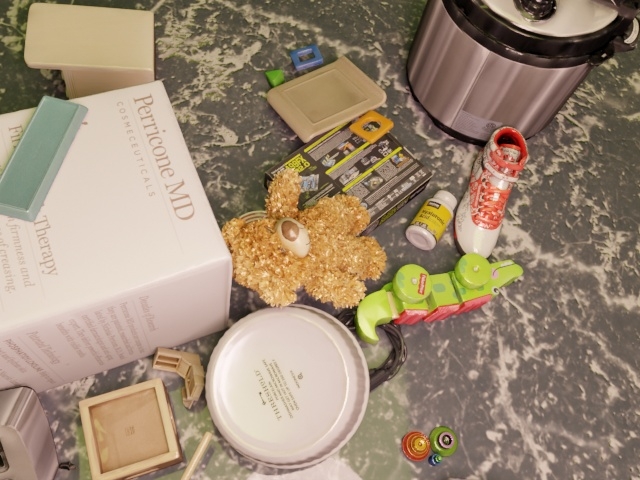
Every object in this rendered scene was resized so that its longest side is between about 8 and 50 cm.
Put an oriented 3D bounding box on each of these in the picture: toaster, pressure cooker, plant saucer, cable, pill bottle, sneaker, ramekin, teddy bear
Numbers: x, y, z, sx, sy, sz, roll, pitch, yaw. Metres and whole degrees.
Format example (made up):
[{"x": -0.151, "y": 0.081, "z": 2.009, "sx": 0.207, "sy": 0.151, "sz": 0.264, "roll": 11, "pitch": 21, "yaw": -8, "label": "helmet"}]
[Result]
[{"x": -0.478, "y": 0.314, "z": 0.887, "sx": 0.185, "sy": 0.110, "sz": 0.168, "roll": -9, "pitch": 111, "yaw": -8, "label": "toaster"}, {"x": 0.393, "y": -0.435, "z": 1.223, "sx": 0.369, "sy": 0.420, "sz": 0.376, "roll": -18, "pitch": 68, "yaw": -15, "label": "pressure cooker"}, {"x": -0.384, "y": -0.117, "z": 0.830, "sx": 0.067, "sy": 0.018, "sz": 0.192, "roll": 14, "pitch": 65, "yaw": -1, "label": "plant saucer"}, {"x": 0.070, "y": 0.192, "z": 1.096, "sx": 0.184, "sy": 0.047, "sz": 0.150, "roll": -29, "pitch": 62, "yaw": -30, "label": "cable"}, {"x": 0.223, "y": -0.043, "z": 1.214, "sx": 0.065, "sy": 0.065, "sz": 0.116, "roll": 33, "pitch": 65, "yaw": 8, "label": "pill bottle"}, {"x": 0.338, "y": -0.098, "z": 1.211, "sx": 0.090, "sy": 0.145, "sz": 0.270, "roll": 19, "pitch": 64, "yaw": 1, "label": "sneaker"}, {"x": -0.057, "y": 0.226, "z": 0.970, "sx": 0.272, "sy": 0.127, "sz": 0.273, "roll": -1, "pitch": 76, "yaw": 3, "label": "ramekin"}, {"x": 0.000, "y": 0.000, "z": 1.009, "sx": 0.338, "sy": 0.113, "sz": 0.245, "roll": 14, "pitch": 64, "yaw": -46, "label": "teddy bear"}]

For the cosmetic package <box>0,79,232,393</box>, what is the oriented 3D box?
[{"x": -0.379, "y": 0.011, "z": 0.960, "sx": 0.393, "sy": 0.327, "sz": 0.329, "roll": -18, "pitch": 69, "yaw": -17, "label": "cosmetic package"}]

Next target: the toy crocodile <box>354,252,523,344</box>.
[{"x": 0.215, "y": 0.100, "z": 1.107, "sx": 0.340, "sy": 0.115, "sz": 0.105, "roll": -10, "pitch": 68, "yaw": -21, "label": "toy crocodile"}]

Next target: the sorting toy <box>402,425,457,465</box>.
[{"x": 0.192, "y": 0.350, "z": 1.040, "sx": 0.102, "sy": 0.042, "sz": 0.061, "roll": -8, "pitch": 67, "yaw": -12, "label": "sorting toy"}]

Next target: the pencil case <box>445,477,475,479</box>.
[{"x": 0.319, "y": 0.460, "z": 0.967, "sx": 0.273, "sy": 0.113, "sz": 0.124, "roll": 13, "pitch": 42, "yaw": -1, "label": "pencil case"}]

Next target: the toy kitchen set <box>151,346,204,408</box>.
[{"x": -0.240, "y": 0.234, "z": 1.009, "sx": 0.075, "sy": 0.068, "sz": 0.083, "roll": 16, "pitch": 19, "yaw": -25, "label": "toy kitchen set"}]

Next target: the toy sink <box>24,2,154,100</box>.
[{"x": -0.453, "y": -0.367, "z": 1.234, "sx": 0.234, "sy": 0.131, "sz": 0.153, "roll": -1, "pitch": 65, "yaw": -14, "label": "toy sink"}]

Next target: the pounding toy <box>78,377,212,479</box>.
[{"x": -0.257, "y": 0.332, "z": 0.957, "sx": 0.181, "sy": 0.094, "sz": 0.206, "roll": -15, "pitch": 68, "yaw": -14, "label": "pounding toy"}]

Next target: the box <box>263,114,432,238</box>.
[{"x": 0.057, "y": -0.121, "z": 1.230, "sx": 0.270, "sy": 0.060, "sz": 0.216, "roll": -38, "pitch": 75, "yaw": -22, "label": "box"}]

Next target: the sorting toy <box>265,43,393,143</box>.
[{"x": 0.012, "y": -0.285, "z": 1.261, "sx": 0.196, "sy": 0.047, "sz": 0.348, "roll": -30, "pitch": 53, "yaw": -11, "label": "sorting toy"}]

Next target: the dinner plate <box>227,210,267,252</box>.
[{"x": -0.113, "y": 0.009, "z": 1.170, "sx": 0.141, "sy": 0.017, "sz": 0.141, "roll": 3, "pitch": 65, "yaw": -6, "label": "dinner plate"}]
